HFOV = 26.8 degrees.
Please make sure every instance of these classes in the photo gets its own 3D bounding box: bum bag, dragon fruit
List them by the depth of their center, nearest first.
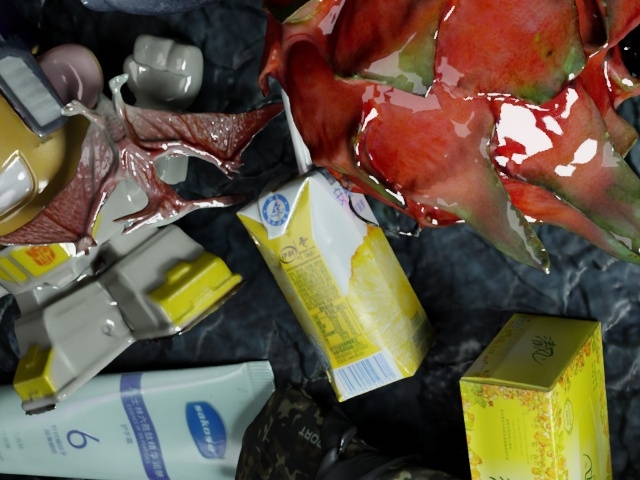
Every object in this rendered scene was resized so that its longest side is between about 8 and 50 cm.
[{"bbox_3d":[0.082,-0.091,0.713,0.274,0.192,0.193,48,151,-8],"label":"dragon fruit"},{"bbox_3d":[0.022,0.177,0.932,0.248,0.069,0.102,20,120,43],"label":"bum bag"}]

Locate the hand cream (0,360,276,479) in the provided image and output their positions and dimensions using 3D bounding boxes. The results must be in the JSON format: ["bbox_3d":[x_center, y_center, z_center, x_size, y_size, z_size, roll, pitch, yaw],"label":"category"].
[{"bbox_3d":[-0.165,0.150,1.089,0.320,0.067,0.109,-5,110,26],"label":"hand cream"}]

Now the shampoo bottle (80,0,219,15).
[{"bbox_3d":[-0.063,-0.195,0.836,0.233,0.049,0.087,-14,107,37],"label":"shampoo bottle"}]

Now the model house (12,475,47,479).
[{"bbox_3d":[-0.235,0.392,1.195,0.301,0.190,0.271,41,126,-14],"label":"model house"}]

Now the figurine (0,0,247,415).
[{"bbox_3d":[-0.205,-0.037,0.946,0.308,0.143,0.308,0,91,-7],"label":"figurine"}]

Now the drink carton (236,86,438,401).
[{"bbox_3d":[0.000,0.000,0.877,0.074,0.084,0.200,-25,98,28],"label":"drink carton"}]

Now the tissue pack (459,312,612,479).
[{"bbox_3d":[0.143,0.145,0.851,0.062,0.095,0.176,3,114,30],"label":"tissue pack"}]

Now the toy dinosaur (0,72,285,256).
[{"bbox_3d":[-0.116,-0.052,0.870,0.220,0.032,0.108,-28,93,-6],"label":"toy dinosaur"}]
